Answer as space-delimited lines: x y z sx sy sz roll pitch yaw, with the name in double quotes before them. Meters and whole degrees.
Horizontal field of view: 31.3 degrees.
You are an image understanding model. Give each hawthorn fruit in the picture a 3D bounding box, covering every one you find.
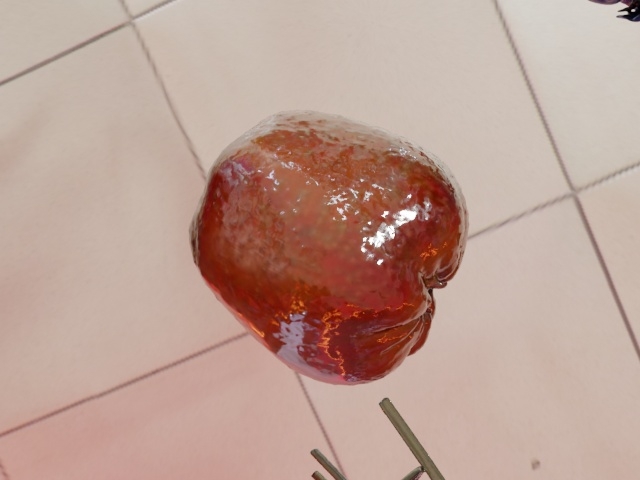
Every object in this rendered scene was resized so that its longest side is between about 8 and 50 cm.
"hawthorn fruit" 0.000 0.000 0.570 0.138 0.133 0.132 29 101 11

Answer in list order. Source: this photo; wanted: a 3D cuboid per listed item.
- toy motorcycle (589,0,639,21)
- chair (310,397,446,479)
"toy motorcycle" 0.245 -0.248 0.989 0.205 0.076 0.114 10 65 -28
"chair" 0.088 0.245 0.956 0.095 0.104 0.221 -36 73 -10
